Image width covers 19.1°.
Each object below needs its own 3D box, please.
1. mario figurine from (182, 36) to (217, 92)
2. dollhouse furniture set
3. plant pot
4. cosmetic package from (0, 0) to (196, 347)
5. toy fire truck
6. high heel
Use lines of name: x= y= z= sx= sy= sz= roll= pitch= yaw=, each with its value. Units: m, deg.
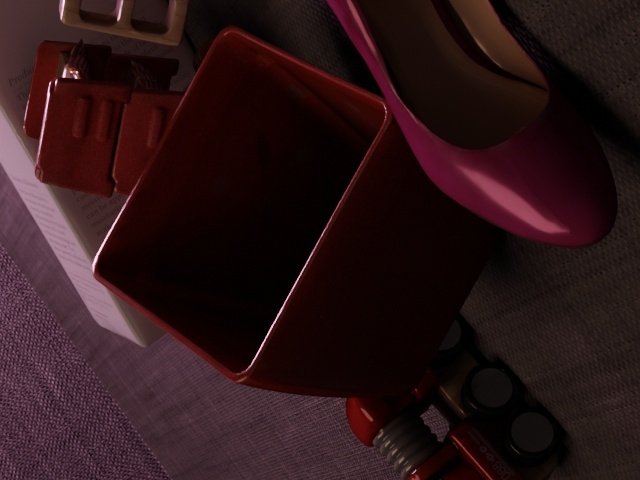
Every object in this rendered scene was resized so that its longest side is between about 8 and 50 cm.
mario figurine: x=-0.104 y=-0.056 z=2.025 sx=0.170 sy=0.198 sz=0.320 roll=19 pitch=143 yaw=19
dollhouse furniture set: x=-0.188 y=-0.240 z=1.901 sx=0.201 sy=0.152 sz=0.374 roll=-122 pitch=42 yaw=-68
plant pot: x=0.000 y=0.000 z=1.735 sx=0.235 sy=0.267 sz=0.267 roll=28 pitch=-178 yaw=-41
cosmetic package: x=-0.247 y=-0.132 z=2.168 sx=0.161 sy=0.230 sz=0.453 roll=18 pitch=139 yaw=61
toy fire truck: x=0.089 y=0.227 z=1.960 sx=0.217 sy=0.246 sz=0.158 roll=48 pitch=160 yaw=16
high heel: x=0.092 y=-0.153 z=1.471 sx=0.377 sy=0.127 sz=0.181 roll=46 pitch=170 yaw=30
